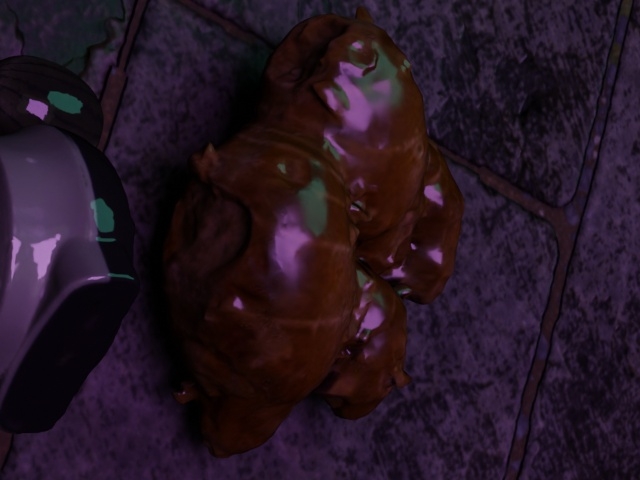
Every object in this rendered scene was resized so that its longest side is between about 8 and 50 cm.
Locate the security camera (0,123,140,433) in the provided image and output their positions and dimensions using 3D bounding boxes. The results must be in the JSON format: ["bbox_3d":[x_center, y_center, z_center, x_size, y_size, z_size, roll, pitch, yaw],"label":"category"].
[{"bbox_3d":[-0.286,0.007,1.183,0.277,0.197,0.191,5,44,-36],"label":"security camera"}]

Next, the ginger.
[{"bbox_3d":[-0.007,0.007,1.444,0.357,0.152,0.274,-60,142,-24],"label":"ginger"}]

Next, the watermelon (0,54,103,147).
[{"bbox_3d":[-0.209,-0.095,1.322,0.110,0.078,0.078,19,76,-38],"label":"watermelon"}]
